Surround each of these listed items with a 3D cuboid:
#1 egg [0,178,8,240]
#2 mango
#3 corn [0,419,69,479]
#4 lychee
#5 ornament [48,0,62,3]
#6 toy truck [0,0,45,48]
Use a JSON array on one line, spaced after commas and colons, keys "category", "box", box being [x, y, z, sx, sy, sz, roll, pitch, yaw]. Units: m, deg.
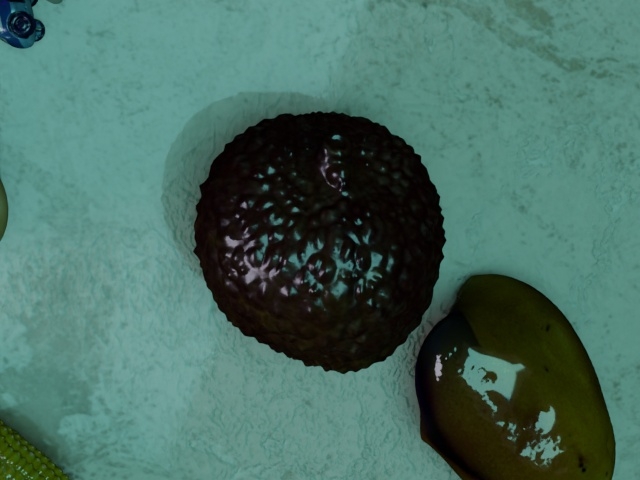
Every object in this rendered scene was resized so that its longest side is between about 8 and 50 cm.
[{"category": "egg", "box": [-0.416, -0.036, 1.544, 0.244, 0.201, 0.201, 5, 100, -26]}, {"category": "mango", "box": [0.210, 0.182, 1.757, 0.201, 0.152, 0.287, -35, 105, 5]}, {"category": "corn", "box": [-0.357, 0.216, 1.660, 0.310, 0.101, 0.101, 44, 89, -16]}, {"category": "lychee", "box": [0.000, 0.000, 1.628, 0.260, 0.260, 0.260, -3, 101, -13]}, {"category": "ornament", "box": [-0.311, -0.264, 1.519, 0.285, 0.130, 0.120, -18, 132, 15]}, {"category": "toy truck", "box": [-0.321, -0.219, 1.606, 0.090, 0.056, 0.073, -12, 88, 6]}]
